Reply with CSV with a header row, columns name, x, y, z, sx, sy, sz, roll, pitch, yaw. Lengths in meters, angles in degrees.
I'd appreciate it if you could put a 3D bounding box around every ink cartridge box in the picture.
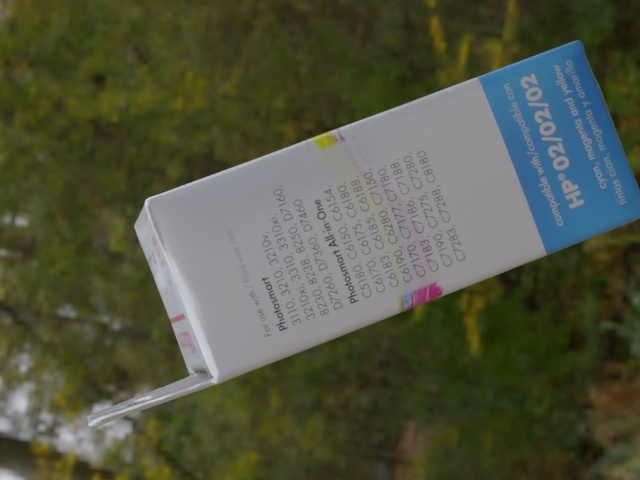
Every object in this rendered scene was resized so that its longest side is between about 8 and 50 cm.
name,x,y,z,sx,sy,sz,roll,pitch,yaw
ink cartridge box,0.000,0.000,0.586,0.104,0.181,0.062,151,98,-81
